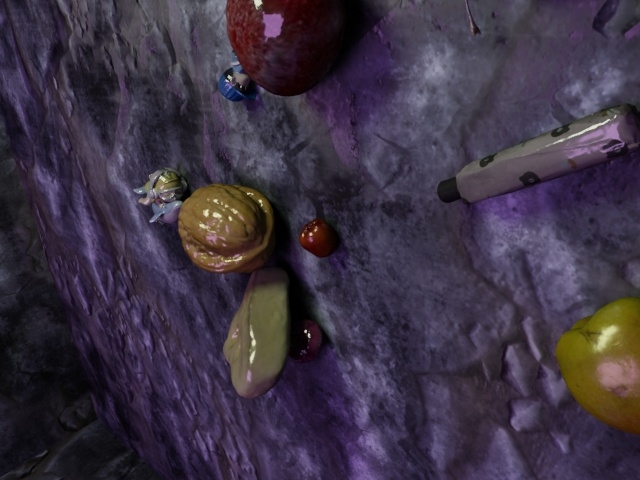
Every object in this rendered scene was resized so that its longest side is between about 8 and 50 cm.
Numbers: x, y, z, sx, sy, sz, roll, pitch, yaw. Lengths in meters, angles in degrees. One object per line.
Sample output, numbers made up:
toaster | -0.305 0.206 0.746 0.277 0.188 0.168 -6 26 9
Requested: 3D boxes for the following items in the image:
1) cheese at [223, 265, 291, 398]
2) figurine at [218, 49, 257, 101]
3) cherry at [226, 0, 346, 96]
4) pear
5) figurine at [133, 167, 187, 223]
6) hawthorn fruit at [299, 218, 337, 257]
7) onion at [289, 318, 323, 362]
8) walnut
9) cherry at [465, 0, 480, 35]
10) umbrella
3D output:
cheese | -0.171 0.283 1.431 0.328 0.130 0.350 -91 21 -46
figurine | -0.180 -0.380 1.246 0.086 0.088 0.149 -104 21 -50
cherry | -0.064 -0.390 1.024 0.230 0.203 0.300 40 149 22
pear | 0.450 0.181 0.801 0.200 0.200 0.199 24 127 37
figurine | -0.464 -0.134 1.642 0.209 0.129 0.183 30 128 38
hawthorn fruit | 0.000 0.000 1.270 0.081 0.081 0.093 -10 133 49
onion | -0.039 0.261 1.439 0.115 0.104 0.115 -16 58 28
walnut | -0.223 -0.027 1.383 0.257 0.257 0.224 28 161 34
cherry | 0.273 -0.385 0.751 0.148 0.115 0.187 -12 114 10
umbrella | 0.320 -0.118 0.866 0.337 0.067 0.073 -20 82 50
